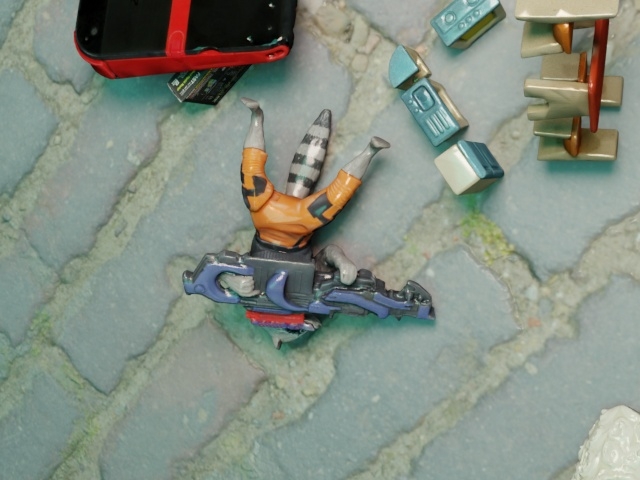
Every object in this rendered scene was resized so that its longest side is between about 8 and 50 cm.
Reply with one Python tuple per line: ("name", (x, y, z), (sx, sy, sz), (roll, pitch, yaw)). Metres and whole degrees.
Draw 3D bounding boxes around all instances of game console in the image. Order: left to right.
("game console", (-0.176, -0.418, 1.093), (0.341, 0.060, 0.387), (1, 78, 20))

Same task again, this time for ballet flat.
("ballet flat", (0.353, 0.412, 0.949), (0.147, 0.147, 0.409), (12, 100, 23))

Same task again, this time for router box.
("router box", (-0.149, -0.250, 1.128), (0.122, 0.092, 0.038), (-44, 78, 22))

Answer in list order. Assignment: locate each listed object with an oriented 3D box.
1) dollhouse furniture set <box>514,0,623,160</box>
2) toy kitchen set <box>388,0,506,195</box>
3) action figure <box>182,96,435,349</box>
("dollhouse furniture set", (0.304, -0.244, 0.847), (0.135, 0.262, 0.259), (4, 66, 22))
("toy kitchen set", (0.189, -0.187, 0.963), (0.166, 0.122, 0.207), (-37, 80, 23))
("action figure", (0.000, 0.000, 1.085), (0.341, 0.178, 0.330), (14, 110, -5))
